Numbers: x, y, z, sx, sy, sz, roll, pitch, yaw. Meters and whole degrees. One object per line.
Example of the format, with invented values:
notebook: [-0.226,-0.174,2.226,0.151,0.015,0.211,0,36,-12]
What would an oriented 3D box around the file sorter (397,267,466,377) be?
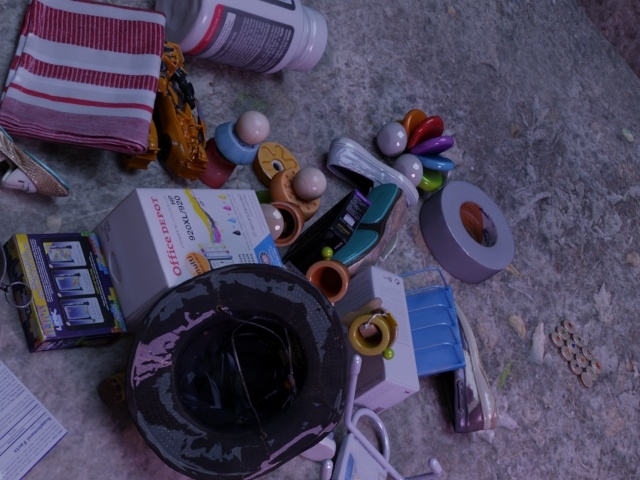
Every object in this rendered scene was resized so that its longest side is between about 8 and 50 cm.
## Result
file sorter: [0.189,0.150,1.978,0.104,0.118,0.170,59,21,-54]

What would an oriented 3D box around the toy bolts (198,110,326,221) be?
toy bolts: [-0.090,-0.152,1.928,0.228,0.158,0.218,34,42,-21]

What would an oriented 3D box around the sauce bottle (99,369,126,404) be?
sauce bottle: [-0.267,0.204,1.577,0.128,0.042,0.042,-21,77,-51]

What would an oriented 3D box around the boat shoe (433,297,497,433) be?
boat shoe: [0.248,0.230,2.025,0.092,0.103,0.285,-12,66,-14]

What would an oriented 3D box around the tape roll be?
tape roll: [0.316,-0.018,2.300,0.219,0.072,0.219,26,45,-30]

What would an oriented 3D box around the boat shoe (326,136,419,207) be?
boat shoe: [0.100,-0.117,2.170,0.227,0.079,0.081,34,62,-23]

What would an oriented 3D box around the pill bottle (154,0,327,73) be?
pill bottle: [-0.144,-0.421,2.066,0.318,0.176,0.176,8,56,-41]

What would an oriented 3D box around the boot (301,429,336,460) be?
boot: [-0.052,0.281,1.719,0.190,0.069,0.086,36,35,-32]

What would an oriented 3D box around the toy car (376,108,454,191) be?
toy car: [0.223,-0.198,2.291,0.159,0.136,0.182,-4,65,-47]

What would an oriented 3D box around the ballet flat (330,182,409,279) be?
ballet flat: [0.091,0.011,2.030,0.316,0.107,0.106,-48,130,-42]

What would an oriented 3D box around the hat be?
hat: [-0.129,0.190,1.571,0.331,0.134,0.331,2,83,-17]

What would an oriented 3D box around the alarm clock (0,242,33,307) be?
alarm clock: [-0.482,0.042,1.459,0.192,0.064,0.129,28,50,-19]

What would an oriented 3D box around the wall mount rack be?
wall mount rack: [0.069,0.367,1.681,0.304,0.130,0.350,50,36,-27]

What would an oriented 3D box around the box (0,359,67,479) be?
box: [-0.420,0.245,1.368,0.137,0.072,0.126,48,39,-4]

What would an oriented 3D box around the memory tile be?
memory tile: [0.574,0.253,2.396,0.148,0.012,0.113,56,39,4]

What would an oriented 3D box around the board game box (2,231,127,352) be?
board game box: [-0.374,0.073,1.564,0.141,0.048,0.170,-2,63,-43]

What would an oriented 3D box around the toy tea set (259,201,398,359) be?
toy tea set: [-0.032,0.097,1.756,0.336,0.200,0.124,53,18,1]

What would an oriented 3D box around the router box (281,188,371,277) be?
router box: [0.000,0.000,1.885,0.046,0.179,0.133,44,39,-9]

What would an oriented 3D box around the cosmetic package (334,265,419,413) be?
cosmetic package: [0.096,0.177,1.899,0.085,0.117,0.231,21,47,-33]

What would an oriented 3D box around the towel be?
towel: [-0.384,-0.284,1.755,0.237,0.037,0.329,8,51,-8]

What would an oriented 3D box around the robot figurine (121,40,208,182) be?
robot figurine: [-0.288,-0.246,1.863,0.211,0.085,0.291,10,55,-42]

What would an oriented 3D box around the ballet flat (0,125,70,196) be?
ballet flat: [-0.474,-0.120,1.612,0.206,0.073,0.067,41,67,-9]

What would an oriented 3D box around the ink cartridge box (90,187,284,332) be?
ink cartridge box: [-0.209,0.030,1.662,0.232,0.168,0.171,-2,62,-44]
